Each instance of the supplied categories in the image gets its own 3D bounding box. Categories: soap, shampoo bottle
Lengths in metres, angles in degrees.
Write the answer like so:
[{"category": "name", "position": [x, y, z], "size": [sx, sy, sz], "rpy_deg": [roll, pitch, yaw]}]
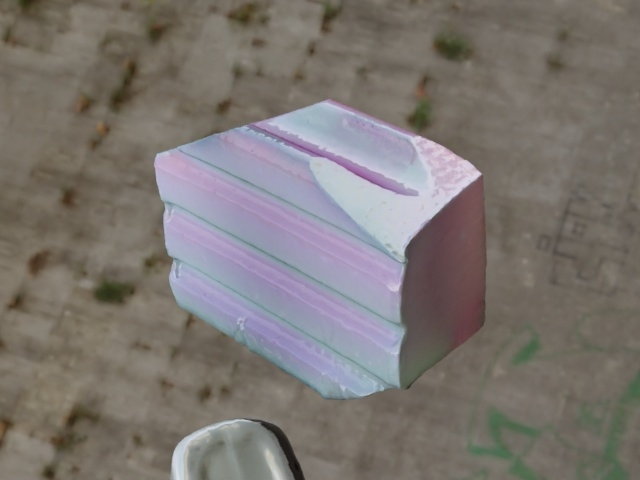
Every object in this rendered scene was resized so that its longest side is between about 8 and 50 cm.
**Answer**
[{"category": "soap", "position": [0.000, 0.000, 0.510], "size": [0.056, 0.149, 0.100], "rpy_deg": [-27, -55, -32]}, {"category": "shampoo bottle", "position": [-0.050, 0.175, 0.722], "size": [0.284, 0.071, 0.153], "rpy_deg": [144, 109, -74]}]
